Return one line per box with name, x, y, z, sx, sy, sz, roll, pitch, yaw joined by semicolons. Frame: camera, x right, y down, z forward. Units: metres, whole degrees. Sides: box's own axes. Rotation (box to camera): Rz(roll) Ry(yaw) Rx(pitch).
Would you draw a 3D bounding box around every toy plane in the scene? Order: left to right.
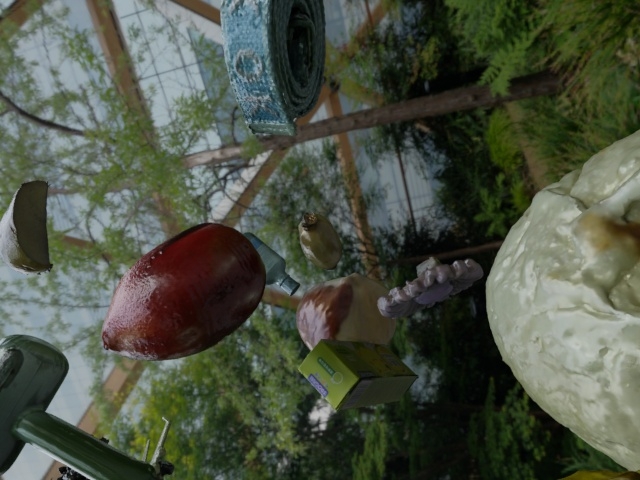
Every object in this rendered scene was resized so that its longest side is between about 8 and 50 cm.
toy plane;-0.326;0.461;0.944;0.104;0.256;0.242;31;-107;-28

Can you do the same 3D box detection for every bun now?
bun;0.319;0.044;0.478;0.227;0.352;0.350;24;-104;-35

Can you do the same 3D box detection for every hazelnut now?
hazelnut;0.064;0.186;1.268;0.261;0.260;0.241;-60;-27;-70

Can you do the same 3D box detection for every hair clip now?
hair clip;0.191;0.074;0.875;0.069;0.172;0.300;60;-165;5

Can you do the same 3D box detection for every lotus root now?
lotus root;0.000;0.000;0.836;0.150;0.062;0.073;63;-159;-53

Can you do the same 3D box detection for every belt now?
belt;-0.044;-0.223;0.569;0.163;0.082;0.148;72;-143;-50

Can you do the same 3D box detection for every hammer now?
hammer;-0.382;0.289;0.752;0.119;0.335;0.207;84;-148;-71

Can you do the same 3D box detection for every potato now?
potato;-0.763;-0.030;1.291;0.098;0.138;0.244;11;-112;-56

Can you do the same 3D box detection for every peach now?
peach;-0.204;0.081;0.773;0.159;0.267;0.154;45;148;32

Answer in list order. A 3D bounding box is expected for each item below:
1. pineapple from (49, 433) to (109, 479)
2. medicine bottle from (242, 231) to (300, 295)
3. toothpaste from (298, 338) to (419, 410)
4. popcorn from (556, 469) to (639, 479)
pineapple;-0.676;0.682;1.331;0.362;0.201;0.202;-64;-19;-5
medicine bottle;-0.145;0.067;1.349;0.208;0.090;0.054;38;164;12
toothpaste;0.088;0.268;1.026;0.110;0.077;0.327;39;-172;30
popcorn;0.222;0.250;0.345;0.156;0.197;0.198;107;161;-63
